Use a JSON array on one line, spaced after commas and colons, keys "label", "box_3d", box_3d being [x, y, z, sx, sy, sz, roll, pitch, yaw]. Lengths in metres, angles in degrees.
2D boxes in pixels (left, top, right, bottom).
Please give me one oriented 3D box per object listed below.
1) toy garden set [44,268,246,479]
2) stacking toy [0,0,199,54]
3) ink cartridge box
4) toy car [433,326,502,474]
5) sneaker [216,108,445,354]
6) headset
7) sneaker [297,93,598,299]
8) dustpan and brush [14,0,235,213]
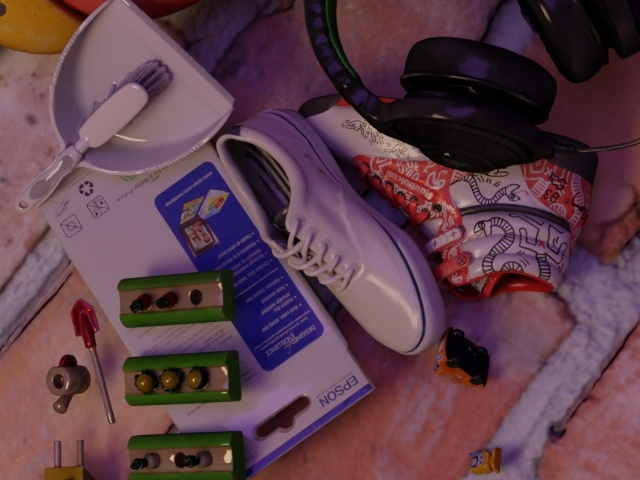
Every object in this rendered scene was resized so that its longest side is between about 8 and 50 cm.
[{"label": "toy garden set", "box_3d": [-0.163, 0.154, 1.533, 0.204, 0.049, 0.244, -6, 87, 31]}, {"label": "stacking toy", "box_3d": [-0.229, -0.278, 1.624, 0.480, 0.351, 0.350, -38, 70, 20]}, {"label": "ink cartridge box", "box_3d": [-0.100, 0.050, 1.591, 0.165, 0.065, 0.332, -34, 70, 2]}, {"label": "toy car", "box_3d": [0.116, 0.138, 1.525, 0.040, 0.060, 0.122, -22, 61, 40]}, {"label": "sneaker", "box_3d": [0.000, 0.000, 1.536, 0.258, 0.091, 0.094, 50, 131, 18]}, {"label": "headset", "box_3d": [0.170, -0.143, 1.469, 0.394, 0.185, 0.243, 42, 89, 17]}, {"label": "sneaker", "box_3d": [0.094, -0.034, 1.555, 0.270, 0.090, 0.145, 12, 76, 13]}, {"label": "dustpan and brush", "box_3d": [-0.196, -0.095, 1.579, 0.147, 0.060, 0.211, 43, 124, -12]}]
